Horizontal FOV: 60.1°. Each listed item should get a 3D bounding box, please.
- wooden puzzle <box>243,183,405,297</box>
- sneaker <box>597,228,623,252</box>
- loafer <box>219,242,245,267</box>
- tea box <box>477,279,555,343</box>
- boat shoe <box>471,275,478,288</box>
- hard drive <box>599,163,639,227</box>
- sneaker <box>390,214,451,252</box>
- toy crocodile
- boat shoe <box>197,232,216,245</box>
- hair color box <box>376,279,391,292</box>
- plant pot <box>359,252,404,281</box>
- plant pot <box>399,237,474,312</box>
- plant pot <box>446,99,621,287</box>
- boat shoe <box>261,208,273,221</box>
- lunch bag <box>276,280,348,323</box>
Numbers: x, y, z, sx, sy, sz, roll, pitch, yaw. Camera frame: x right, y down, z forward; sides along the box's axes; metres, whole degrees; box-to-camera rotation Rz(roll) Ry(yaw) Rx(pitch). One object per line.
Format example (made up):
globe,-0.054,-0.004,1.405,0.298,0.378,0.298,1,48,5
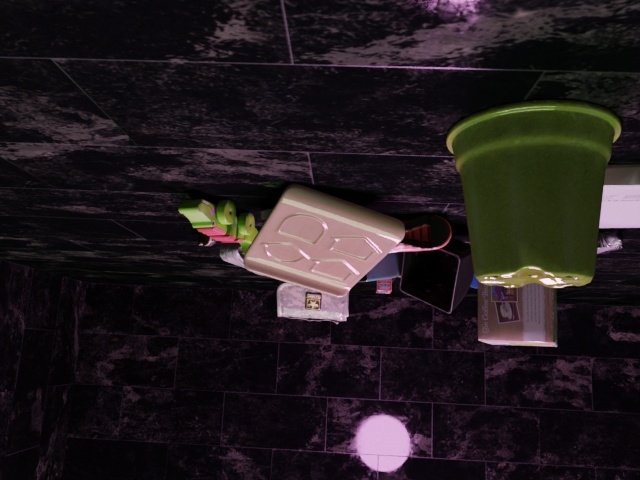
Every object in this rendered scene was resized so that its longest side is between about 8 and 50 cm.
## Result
wooden puzzle,0.000,0.000,1.440,0.322,0.080,0.348,18,140,-17
sneaker,0.764,-0.003,1.546,0.229,0.086,0.132,-1,169,-40
loafer,-0.224,0.070,2.047,0.111,0.112,0.319,4,172,43
tea box,0.627,0.164,1.749,0.220,0.329,0.323,-2,168,25
boat shoe,0.714,0.156,2.267,0.089,0.109,0.258,7,171,-35
hard drive,0.658,-0.088,1.199,0.233,0.047,0.353,0,168,13
sneaker,0.211,-0.004,1.562,0.314,0.115,0.136,1,172,16
toy crocodile,-0.269,-0.041,1.511,0.115,0.105,0.340,-1,168,17
boat shoe,-0.374,-0.007,1.858,0.049,0.056,0.152,3,179,-25
hair color box,0.221,0.097,1.926,0.053,0.167,0.093,2,169,4
plant pot,0.165,0.050,1.738,0.234,0.165,0.165,3,171,-41
plant pot,0.372,0.080,1.675,0.167,0.188,0.187,-19,-148,-42
plant pot,0.347,-0.055,0.910,0.276,0.253,0.276,3,168,1
boat shoe,-0.044,-0.021,1.564,0.108,0.102,0.301,-7,165,41
lunch bag,-0.018,0.128,1.839,0.235,0.287,0.169,3,169,2
